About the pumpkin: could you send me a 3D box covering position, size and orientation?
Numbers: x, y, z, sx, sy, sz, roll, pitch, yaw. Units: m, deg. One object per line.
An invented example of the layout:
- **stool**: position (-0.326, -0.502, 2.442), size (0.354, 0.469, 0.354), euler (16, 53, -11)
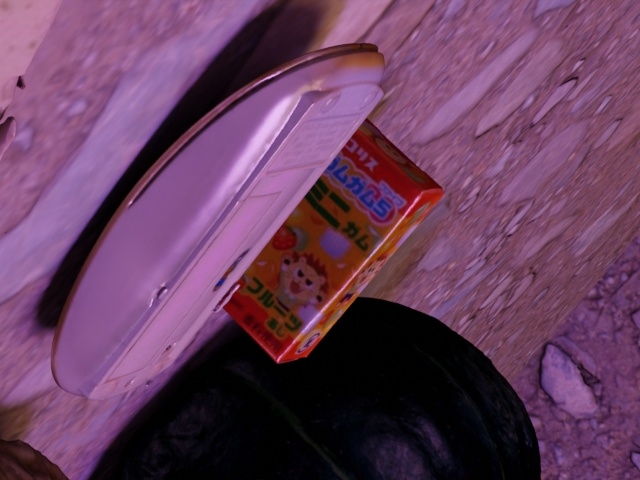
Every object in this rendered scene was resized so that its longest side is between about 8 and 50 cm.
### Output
- **pumpkin**: position (0.007, 0.180, 1.057), size (0.315, 0.238, 0.315), euler (-38, 165, -12)

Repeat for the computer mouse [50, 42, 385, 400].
- **computer mouse**: position (-0.048, -0.013, 0.728), size (0.199, 0.045, 0.102), euler (-52, 166, 22)

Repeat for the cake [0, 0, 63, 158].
- **cake**: position (-0.153, -0.061, 0.281), size (0.225, 0.090, 0.109), euler (-2, 140, -45)

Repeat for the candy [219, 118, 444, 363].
- **candy**: position (0.000, 0.000, 0.874), size (0.122, 0.062, 0.038), euler (-50, 166, 17)

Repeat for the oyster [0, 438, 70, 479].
- **oyster**: position (-0.185, 0.160, 0.738), size (0.166, 0.094, 0.294), euler (-38, 161, 3)
